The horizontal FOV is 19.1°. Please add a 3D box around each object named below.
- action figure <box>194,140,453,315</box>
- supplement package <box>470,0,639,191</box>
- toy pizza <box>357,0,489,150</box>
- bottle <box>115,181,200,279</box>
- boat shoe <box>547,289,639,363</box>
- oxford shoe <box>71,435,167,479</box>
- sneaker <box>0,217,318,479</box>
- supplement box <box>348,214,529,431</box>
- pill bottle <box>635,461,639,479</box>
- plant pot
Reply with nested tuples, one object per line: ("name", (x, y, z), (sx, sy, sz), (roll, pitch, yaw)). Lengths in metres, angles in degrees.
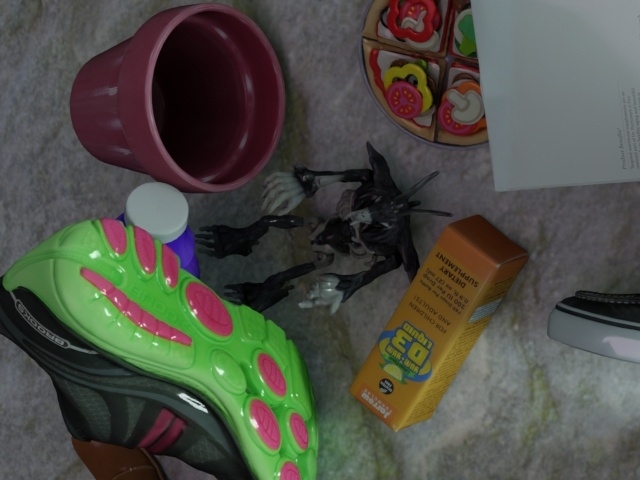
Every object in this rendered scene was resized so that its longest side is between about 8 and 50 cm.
("action figure", (0.000, 0.000, 2.020), (0.275, 0.141, 0.164), (-23, 87, 35))
("supplement package", (0.306, -0.165, 1.772), (0.262, 0.198, 0.199), (-3, 100, 30))
("toy pizza", (0.127, -0.185, 1.947), (0.201, 0.032, 0.201), (10, 115, 22))
("bottle", (-0.193, 0.039, 2.088), (0.118, 0.092, 0.283), (26, 147, 6))
("boat shoe", (0.388, 0.064, 1.838), (0.335, 0.121, 0.119), (4, 95, 18))
("oxford shoe", (-0.229, 0.295, 2.251), (0.212, 0.076, 0.076), (45, 120, 16))
("sneaker", (-0.164, 0.148, 2.026), (0.202, 0.185, 0.483), (-16, 132, 33))
("supplement box", (0.123, 0.089, 2.003), (0.078, 0.080, 0.233), (38, 119, 20))
("pill bottle", (0.411, 0.292, 1.857), (0.121, 0.121, 0.221), (-31, 84, 31))
("plant pot", (-0.168, -0.149, 2.063), (0.180, 0.201, 0.201), (-2, 100, 46))
